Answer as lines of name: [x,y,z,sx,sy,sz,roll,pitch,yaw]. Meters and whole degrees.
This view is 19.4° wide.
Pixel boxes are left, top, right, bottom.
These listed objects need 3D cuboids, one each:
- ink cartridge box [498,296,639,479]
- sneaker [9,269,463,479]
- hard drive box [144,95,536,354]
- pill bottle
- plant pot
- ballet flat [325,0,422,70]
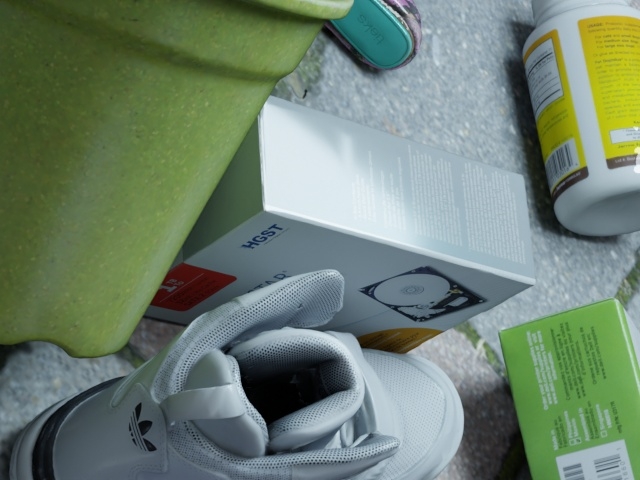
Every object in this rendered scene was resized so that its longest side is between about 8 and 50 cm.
ink cartridge box: [0.231,0.175,1.461,0.255,0.097,0.189,44,32,-65]
sneaker: [0.001,0.114,1.200,0.366,0.210,0.137,-5,71,-43]
hard drive box: [0.000,0.000,1.286,0.232,0.181,0.089,15,59,-34]
pill bottle: [0.240,-0.120,1.605,0.117,0.117,0.215,10,61,-37]
plant pot: [-0.153,-0.079,1.114,0.276,0.254,0.276,21,13,-5]
ballet flat: [-0.001,-0.227,1.498,0.221,0.077,0.079,42,28,-22]
